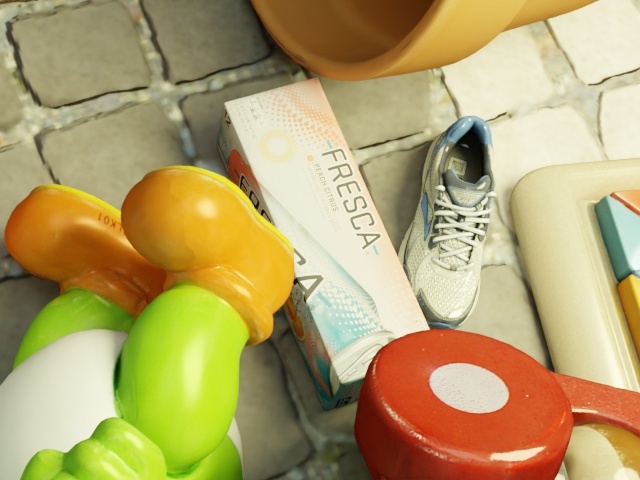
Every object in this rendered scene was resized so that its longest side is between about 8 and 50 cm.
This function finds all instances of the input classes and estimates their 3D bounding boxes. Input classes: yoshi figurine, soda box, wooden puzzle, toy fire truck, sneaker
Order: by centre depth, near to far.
[{"bbox_3d":[-0.154,0.131,0.616,0.203,0.203,0.362,15,67,6],"label":"yoshi figurine"},{"bbox_3d":[0.144,0.166,0.622,0.254,0.169,0.302,0,33,-19],"label":"toy fire truck"},{"bbox_3d":[0.000,0.000,0.762,0.063,0.058,0.183,-18,71,-16],"label":"soda box"},{"bbox_3d":[0.078,-0.015,0.781,0.052,0.058,0.135,9,67,-6],"label":"sneaker"},{"bbox_3d":[0.254,0.043,0.794,0.239,0.044,0.220,-8,69,-12],"label":"wooden puzzle"}]

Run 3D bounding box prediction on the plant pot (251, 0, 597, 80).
[{"bbox_3d":[0.092,-0.243,0.779,0.204,0.291,0.290,-7,68,-31],"label":"plant pot"}]
